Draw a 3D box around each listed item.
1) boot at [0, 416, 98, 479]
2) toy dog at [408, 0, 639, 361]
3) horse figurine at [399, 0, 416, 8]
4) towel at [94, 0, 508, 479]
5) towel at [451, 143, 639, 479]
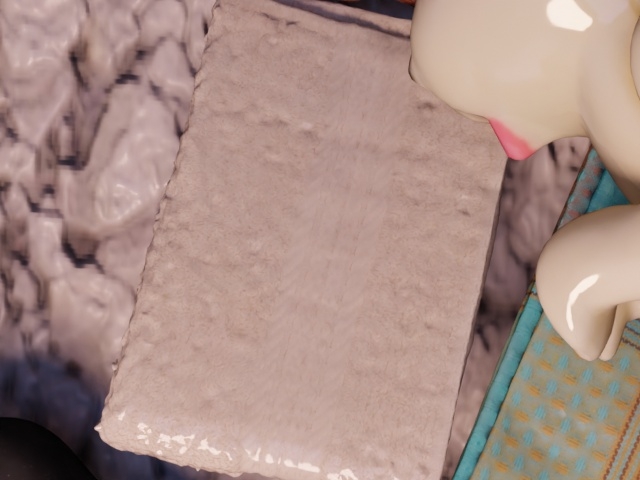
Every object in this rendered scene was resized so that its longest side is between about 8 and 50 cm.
[{"bbox_3d":[0.052,0.184,0.943,0.445,0.146,0.367,-25,91,4],"label":"boot"},{"bbox_3d":[0.222,-0.103,0.775,0.408,0.284,0.395,25,105,19],"label":"toy dog"},{"bbox_3d":[-0.012,-0.245,0.945,0.174,0.066,0.263,-16,92,-2],"label":"horse figurine"},{"bbox_3d":[0.000,0.000,0.926,0.187,0.049,0.282,13,70,5],"label":"towel"},{"bbox_3d":[0.224,0.102,0.890,0.271,0.040,0.370,23,72,9],"label":"towel"}]
